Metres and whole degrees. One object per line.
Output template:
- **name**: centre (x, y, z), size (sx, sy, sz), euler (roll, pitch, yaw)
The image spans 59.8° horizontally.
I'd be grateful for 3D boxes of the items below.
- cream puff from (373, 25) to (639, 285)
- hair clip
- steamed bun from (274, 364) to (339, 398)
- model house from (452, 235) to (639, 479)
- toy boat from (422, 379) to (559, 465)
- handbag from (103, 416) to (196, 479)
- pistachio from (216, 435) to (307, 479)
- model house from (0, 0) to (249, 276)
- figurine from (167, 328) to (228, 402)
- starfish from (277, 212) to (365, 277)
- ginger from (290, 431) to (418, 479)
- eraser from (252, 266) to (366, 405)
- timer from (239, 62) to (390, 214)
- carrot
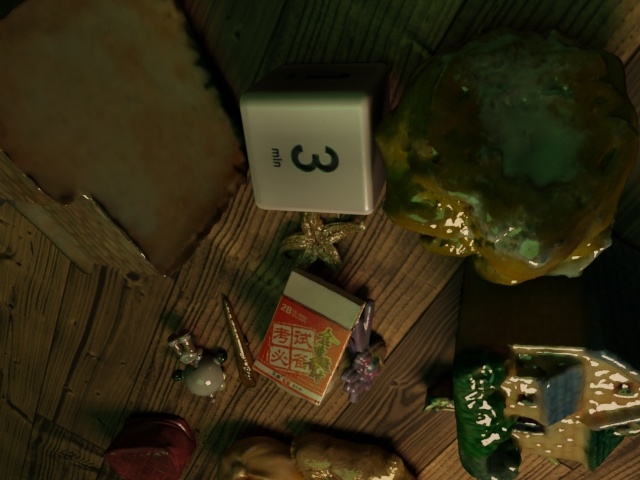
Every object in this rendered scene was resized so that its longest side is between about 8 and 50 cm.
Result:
- **cream puff**: centre (0.255, -0.107, 0.820), size (0.377, 0.275, 0.379), euler (0, 85, -3)
- **hair clip**: centre (0.078, 0.232, 1.167), size (0.090, 0.137, 0.279), euler (9, 122, 41)
- **steamed bun**: centre (-0.036, 0.253, 1.209), size (0.182, 0.106, 0.183), euler (16, 119, 31)
- **model house**: centre (0.413, 0.216, 0.932), size (0.342, 0.335, 0.382), euler (2, 130, 18)
- **toy boat**: centre (0.362, 0.368, 1.167), size (0.292, 0.099, 0.108), euler (20, 154, 7)
- **handbag**: centre (-0.464, 0.572, 1.532), size (0.224, 0.135, 0.147), euler (-9, 117, 17)
- **pistachio**: centre (-0.123, 0.633, 1.426), size (0.308, 0.230, 0.230), euler (32, 124, -8)
- **model house**: centre (-0.416, -0.189, 0.948), size (0.399, 0.395, 0.445), euler (0, 139, 35)
- **figurine**: centre (-0.296, 0.297, 1.339), size (0.147, 0.093, 0.197), euler (-23, 105, 4)
- **starfish**: centre (-0.002, 0.006, 1.090), size (0.209, 0.053, 0.150), euler (-22, 116, 26)
- **ginger**: centre (0.092, 0.563, 1.357), size (0.353, 0.126, 0.190), euler (17, 129, 5)
- **eraser**: centre (-0.025, 0.189, 1.098), size (0.157, 0.038, 0.230), euler (26, 105, 14)
- **timer**: centre (0.004, -0.168, 0.894), size (0.194, 0.194, 0.193), euler (3, 121, 15)
- **carrot**: centre (-0.190, 0.240, 1.300), size (0.049, 0.049, 0.255), euler (-4, 115, 19)
